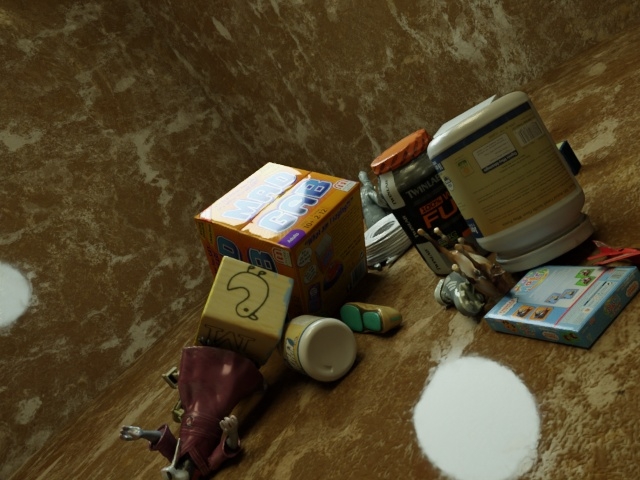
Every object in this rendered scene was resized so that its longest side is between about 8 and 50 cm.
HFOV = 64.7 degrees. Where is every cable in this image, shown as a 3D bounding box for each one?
[{"bbox_3d":[0.230,-0.011,1.745,0.257,0.089,0.257,-39,12,-17],"label":"cable"}]

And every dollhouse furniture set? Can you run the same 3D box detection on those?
[{"bbox_3d":[-0.400,0.464,1.477,0.101,0.161,0.182,-42,12,-29],"label":"dollhouse furniture set"}]

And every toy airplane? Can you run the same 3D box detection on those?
[{"bbox_3d":[0.521,0.023,0.868,0.151,0.028,0.151,-16,10,3],"label":"toy airplane"}]

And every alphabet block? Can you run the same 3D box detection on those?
[{"bbox_3d":[-0.199,0.187,1.320,0.193,0.197,0.192,119,167,-50],"label":"alphabet block"}]

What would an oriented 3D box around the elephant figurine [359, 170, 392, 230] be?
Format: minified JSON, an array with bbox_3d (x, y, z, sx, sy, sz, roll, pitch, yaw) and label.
[{"bbox_3d":[0.194,-0.137,1.980,0.169,0.239,0.186,-37,11,-10],"label":"elephant figurine"}]

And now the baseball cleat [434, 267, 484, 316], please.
[{"bbox_3d":[0.298,0.123,1.096,0.109,0.072,0.206,-46,1,27],"label":"baseball cleat"}]

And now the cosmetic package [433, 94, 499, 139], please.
[{"bbox_3d":[0.566,-0.348,1.787,0.224,0.224,0.138,-26,15,40],"label":"cosmetic package"}]

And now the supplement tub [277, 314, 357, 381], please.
[{"bbox_3d":[-0.016,0.257,1.233,0.144,0.144,0.199,-40,12,-22],"label":"supplement tub"}]

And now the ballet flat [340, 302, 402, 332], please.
[{"bbox_3d":[0.129,0.197,1.288,0.073,0.080,0.232,-10,3,-23],"label":"ballet flat"}]

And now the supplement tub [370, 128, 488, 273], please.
[{"bbox_3d":[0.288,-0.100,1.299,0.207,0.338,0.207,-35,11,8],"label":"supplement tub"}]

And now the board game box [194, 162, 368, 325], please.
[{"bbox_3d":[-0.101,0.021,1.571,0.356,0.356,0.356,17,43,30],"label":"board game box"}]

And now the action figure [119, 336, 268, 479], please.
[{"bbox_3d":[-0.290,0.437,1.206,0.276,0.248,0.370,83,-162,-57],"label":"action figure"}]

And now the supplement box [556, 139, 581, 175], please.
[{"bbox_3d":[0.638,-0.209,1.365,0.083,0.083,0.056,-24,15,49],"label":"supplement box"}]

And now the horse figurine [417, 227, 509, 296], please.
[{"bbox_3d":[0.307,0.046,1.025,0.066,0.174,0.263,-54,24,11],"label":"horse figurine"}]

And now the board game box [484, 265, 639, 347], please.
[{"bbox_3d":[0.409,0.104,0.871,0.160,0.039,0.211,-39,12,-18],"label":"board game box"}]

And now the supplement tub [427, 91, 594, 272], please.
[{"bbox_3d":[0.389,-0.116,1.041,0.228,0.316,0.228,-30,0,0],"label":"supplement tub"}]
